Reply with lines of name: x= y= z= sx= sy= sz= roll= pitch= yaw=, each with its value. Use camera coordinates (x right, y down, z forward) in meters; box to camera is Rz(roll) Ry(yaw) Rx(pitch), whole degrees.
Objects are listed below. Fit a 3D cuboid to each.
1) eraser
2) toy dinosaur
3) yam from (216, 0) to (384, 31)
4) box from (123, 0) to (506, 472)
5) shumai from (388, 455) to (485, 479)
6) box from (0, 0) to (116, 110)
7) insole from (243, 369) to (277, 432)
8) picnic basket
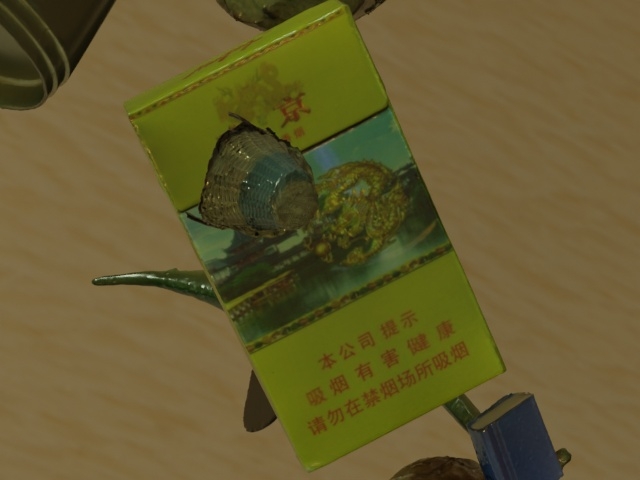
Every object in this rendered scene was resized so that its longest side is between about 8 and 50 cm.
eraser: x=0.163 y=0.177 z=1.614 sx=0.063 sy=0.085 sz=0.027 roll=-32 pitch=21 yaw=-25
toy dinosaur: x=0.003 y=0.110 z=1.838 sx=0.447 sy=0.087 sz=0.301 roll=-11 pitch=86 yaw=20
yam: x=-0.004 y=-0.319 z=2.043 sx=0.202 sy=0.201 sz=0.271 roll=-54 pitch=-9 yaw=20
box: x=0.000 y=0.000 z=1.496 sx=0.187 sy=0.335 sz=0.047 roll=-27 pitch=20 yaw=-5
shumai: x=0.087 y=0.301 z=1.703 sx=0.161 sy=0.153 sz=0.210 roll=11 pitch=99 yaw=44
box: x=-0.200 y=-0.190 z=0.998 sx=0.149 sy=0.226 sz=0.226 roll=-61 pitch=24 yaw=-15
insole: x=-0.033 y=0.055 z=2.032 sx=0.109 sy=0.007 sz=0.322 roll=-29 pitch=43 yaw=50
picnic basket: x=-0.038 y=-0.034 z=1.066 sx=0.083 sy=0.083 sz=0.065 roll=20 pitch=94 yaw=47
